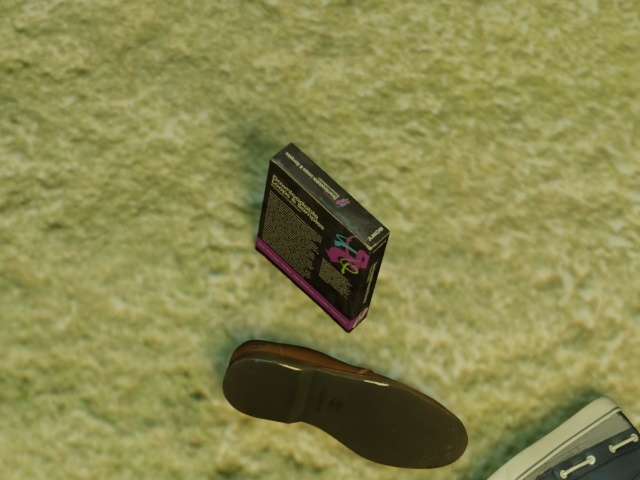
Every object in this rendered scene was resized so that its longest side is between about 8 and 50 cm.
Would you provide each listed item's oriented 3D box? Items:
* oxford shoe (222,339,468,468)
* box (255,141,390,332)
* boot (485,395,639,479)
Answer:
[{"bbox_3d":[0.025,0.128,1.567,0.212,0.076,0.076,21,23,-6],"label":"oxford shoe"},{"bbox_3d":[0.000,0.000,1.571,0.116,0.162,0.029,42,67,15],"label":"box"},{"bbox_3d":[0.198,0.209,1.537,0.190,0.069,0.086,-34,68,-22],"label":"boot"}]
